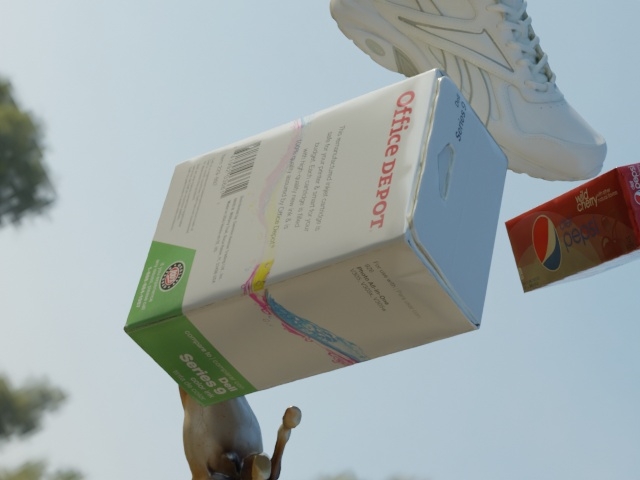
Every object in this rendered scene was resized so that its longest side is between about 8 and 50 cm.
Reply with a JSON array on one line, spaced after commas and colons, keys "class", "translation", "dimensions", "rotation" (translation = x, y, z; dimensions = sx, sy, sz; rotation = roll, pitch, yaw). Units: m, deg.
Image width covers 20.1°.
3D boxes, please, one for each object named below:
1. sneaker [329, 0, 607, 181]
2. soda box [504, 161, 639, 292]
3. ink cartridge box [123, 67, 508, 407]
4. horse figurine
[{"class": "sneaker", "translation": [0.116, -0.136, 1.260], "dimensions": [0.232, 0.090, 0.115], "rotation": [40, -64, 11]}, {"class": "soda box", "translation": [0.285, -0.015, 1.824], "dimensions": [0.263, 0.092, 0.083], "rotation": [148, -72, -68]}, {"class": "ink cartridge box", "translation": [0.000, 0.000, 1.132], "dimensions": [0.093, 0.212, 0.154], "rotation": [48, 37, -32]}, {"class": "horse figurine", "translation": [-0.060, 0.133, 1.286], "dimensions": [0.174, 0.066, 0.263], "rotation": [113, -34, -51]}]
